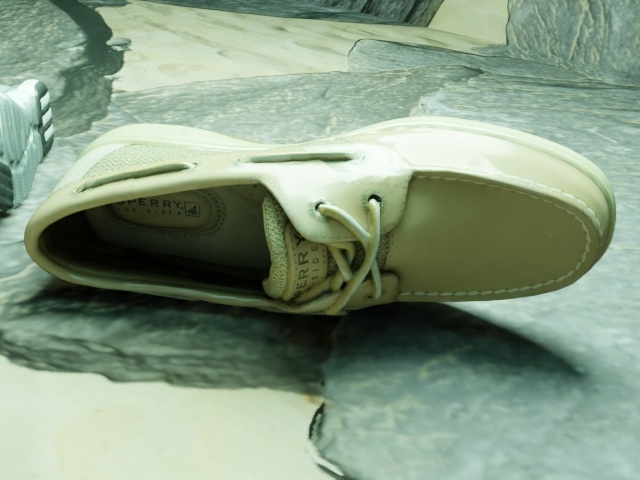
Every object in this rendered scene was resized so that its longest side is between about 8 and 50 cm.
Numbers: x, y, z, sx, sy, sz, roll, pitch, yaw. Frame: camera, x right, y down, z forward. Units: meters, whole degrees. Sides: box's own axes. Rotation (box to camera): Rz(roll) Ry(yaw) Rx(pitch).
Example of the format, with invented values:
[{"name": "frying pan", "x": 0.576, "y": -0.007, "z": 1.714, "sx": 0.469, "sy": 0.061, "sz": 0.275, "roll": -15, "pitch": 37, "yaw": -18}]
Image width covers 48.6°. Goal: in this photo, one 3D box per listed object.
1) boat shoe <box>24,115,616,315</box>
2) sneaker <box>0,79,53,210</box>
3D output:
[{"name": "boat shoe", "x": 0.000, "y": 0.000, "z": 0.422, "sx": 0.341, "sy": 0.122, "sz": 0.110, "roll": 1, "pitch": 29, "yaw": 10}, {"name": "sneaker", "x": -0.288, "y": -0.074, "z": 0.536, "sx": 0.132, "sy": 0.086, "sz": 0.229, "roll": -2, "pitch": 17, "yaw": -10}]
